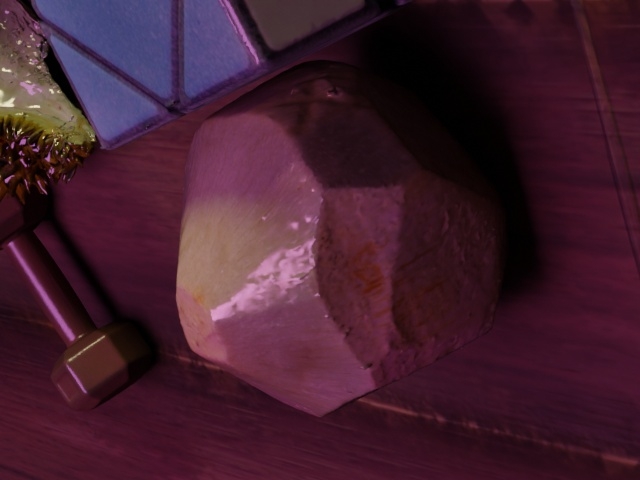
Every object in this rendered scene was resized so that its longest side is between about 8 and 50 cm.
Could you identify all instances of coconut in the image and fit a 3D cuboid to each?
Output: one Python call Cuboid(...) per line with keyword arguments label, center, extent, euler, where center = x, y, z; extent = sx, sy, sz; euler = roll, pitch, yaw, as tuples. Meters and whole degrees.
Cuboid(label="coconut", center=(0.000, 0.000, 1.188), extent=(0.197, 0.237, 0.236), euler=(22, 132, 46))

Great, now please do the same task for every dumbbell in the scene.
Cuboid(label="dumbbell", center=(-0.246, 0.042, 1.685), extent=(0.231, 0.082, 0.092), euler=(55, 146, 5))

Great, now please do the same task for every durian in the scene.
Cuboid(label="durian", center=(-0.297, -0.136, 1.580), extent=(0.306, 0.166, 0.172), euler=(47, 176, 28))

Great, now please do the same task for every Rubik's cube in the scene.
Cuboid(label="Rubik's cube", center=(-0.055, -0.200, 1.116), extent=(0.205, 0.207, 0.205), euler=(-20, 100, 54))
